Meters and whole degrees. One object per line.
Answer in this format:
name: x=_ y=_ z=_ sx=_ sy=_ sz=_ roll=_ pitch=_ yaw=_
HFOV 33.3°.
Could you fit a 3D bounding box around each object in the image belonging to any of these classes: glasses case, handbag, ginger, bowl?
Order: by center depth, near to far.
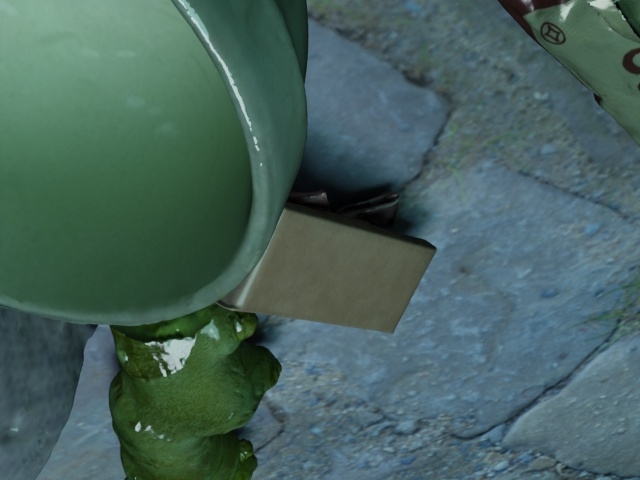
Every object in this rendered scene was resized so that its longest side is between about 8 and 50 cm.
bowl: x=-0.139 y=-0.112 z=0.482 sx=0.307 sy=0.163 sz=0.307 roll=16 pitch=146 yaw=12
handbag: x=0.252 y=-0.134 z=0.662 sx=0.213 sy=0.127 sz=0.235 roll=-17 pitch=140 yaw=39
glasses case: x=0.000 y=0.000 z=0.762 sx=0.193 sy=0.070 sz=0.102 roll=13 pitch=107 yaw=-51
ginger: x=-0.103 y=0.140 z=0.880 sx=0.137 sy=0.089 sz=0.290 roll=-17 pitch=139 yaw=-28

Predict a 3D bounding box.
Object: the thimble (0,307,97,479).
thimble: x=-0.275 y=0.081 z=0.659 sx=0.245 sy=0.217 sz=0.157 roll=-42 pitch=137 yaw=-1
